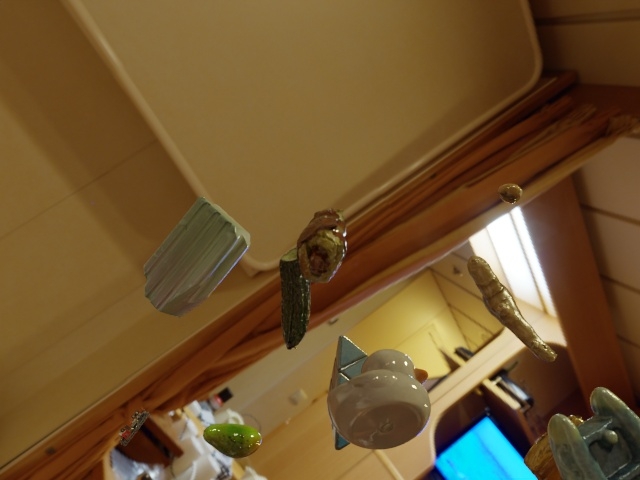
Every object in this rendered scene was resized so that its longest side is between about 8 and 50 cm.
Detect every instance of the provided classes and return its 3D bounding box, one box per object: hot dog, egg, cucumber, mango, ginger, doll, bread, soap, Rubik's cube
[{"bbox_3d":[0.000,0.000,1.198,0.103,0.146,0.213,19,28,-13],"label":"hot dog"},{"bbox_3d":[0.688,-0.173,1.935,0.083,0.071,0.071,25,-17,11],"label":"egg"},{"bbox_3d":[-0.060,0.142,1.307,0.077,0.077,0.265,-147,-128,-66],"label":"cucumber"},{"bbox_3d":[-0.340,0.766,2.041,0.232,0.111,0.125,16,16,-23],"label":"mango"},{"bbox_3d":[0.504,0.187,1.433,0.334,0.081,0.148,60,-1,31],"label":"ginger"},{"bbox_3d":[0.135,0.348,1.224,0.221,0.251,0.221,167,-90,-85],"label":"doll"},{"bbox_3d":[0.760,0.669,1.600,0.210,0.235,0.099,44,13,4],"label":"bread"},{"bbox_3d":[-0.394,0.061,1.650,0.208,0.347,0.115,39,0,27],"label":"soap"},{"bbox_3d":[0.107,0.452,1.563,0.228,0.229,0.233,44,6,35],"label":"Rubik's cube"}]

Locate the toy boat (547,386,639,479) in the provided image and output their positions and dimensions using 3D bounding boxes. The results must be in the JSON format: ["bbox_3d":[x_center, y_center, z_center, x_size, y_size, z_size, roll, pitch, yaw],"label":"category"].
[{"bbox_3d":[0.615,0.473,1.068,0.330,0.215,0.123,65,-18,9],"label":"toy boat"}]

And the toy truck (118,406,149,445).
[{"bbox_3d":[-0.408,0.403,1.153,0.032,0.083,0.024,38,-30,-1],"label":"toy truck"}]
